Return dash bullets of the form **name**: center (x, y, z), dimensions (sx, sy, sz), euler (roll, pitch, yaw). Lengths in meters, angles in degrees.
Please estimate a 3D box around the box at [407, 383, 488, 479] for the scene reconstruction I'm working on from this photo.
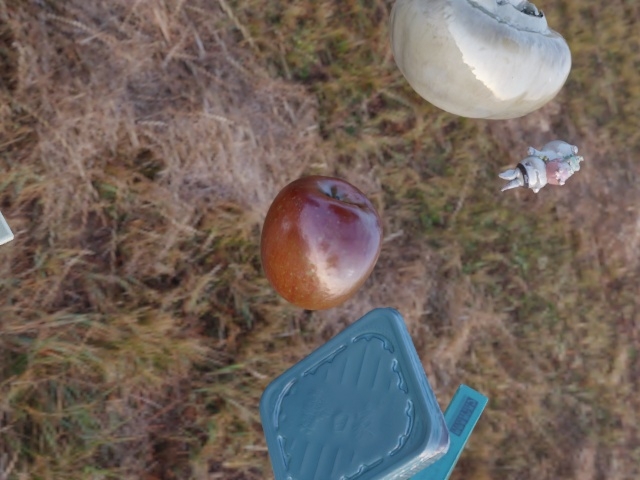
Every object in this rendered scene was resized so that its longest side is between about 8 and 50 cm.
- **box**: center (0.108, 0.287, 1.074), dimensions (0.226, 0.042, 0.161), euler (-55, 165, -29)

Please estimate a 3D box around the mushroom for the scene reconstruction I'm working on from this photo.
- **mushroom**: center (0.222, -0.285, 1.262), dimensions (0.254, 0.234, 0.260), euler (21, 28, -16)

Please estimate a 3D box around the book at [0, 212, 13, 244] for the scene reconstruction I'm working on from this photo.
- **book**: center (-0.422, -0.012, 1.108), dimensions (0.111, 0.014, 0.077), euler (-28, 83, -18)

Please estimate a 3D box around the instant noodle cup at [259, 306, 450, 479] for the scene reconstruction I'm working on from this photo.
- **instant noodle cup**: center (0.037, 0.166, 0.877), dimensions (0.070, 0.179, 0.157), euler (30, 31, -43)

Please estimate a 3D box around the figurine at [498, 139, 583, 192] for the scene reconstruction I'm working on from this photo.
- **figurine**: center (0.394, -0.131, 1.703), dimensions (0.146, 0.098, 0.081), euler (-26, 94, -36)

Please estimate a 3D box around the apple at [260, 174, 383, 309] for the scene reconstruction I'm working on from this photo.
- **apple**: center (0.000, 0.000, 1.386), dimensions (0.181, 0.168, 0.181), euler (18, 30, -11)
